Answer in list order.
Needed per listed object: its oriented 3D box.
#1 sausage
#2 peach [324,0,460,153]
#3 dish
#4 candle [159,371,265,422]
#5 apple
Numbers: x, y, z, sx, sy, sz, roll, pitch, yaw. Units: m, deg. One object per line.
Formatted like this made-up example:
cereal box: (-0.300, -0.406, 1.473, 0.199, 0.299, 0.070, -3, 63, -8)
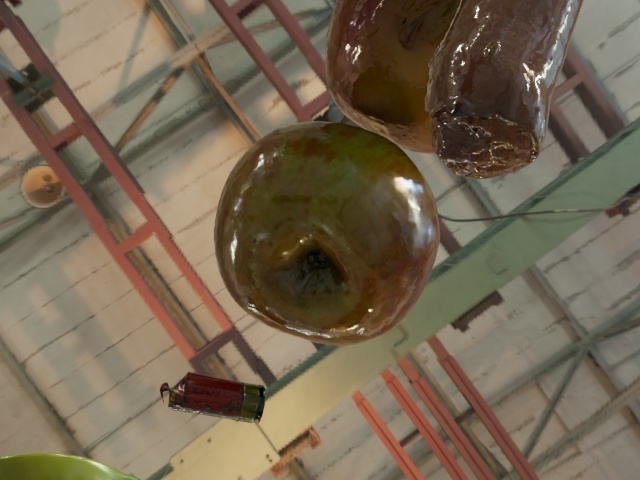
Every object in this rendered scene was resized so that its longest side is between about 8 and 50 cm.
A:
sausage: (0.118, -0.173, 0.415, 0.078, 0.078, 0.304, 18, -103, -3)
peach: (0.171, -0.278, 1.022, 0.373, 0.372, 0.289, -12, -113, -3)
dish: (-0.250, 0.266, 0.715, 0.208, 0.080, 0.149, 22, -48, -28)
candle: (-0.136, 0.196, 0.968, 0.131, 0.052, 0.052, 11, -91, -13)
apple: (0.000, 0.000, 0.985, 0.302, 0.301, 0.301, 0, -91, -3)
